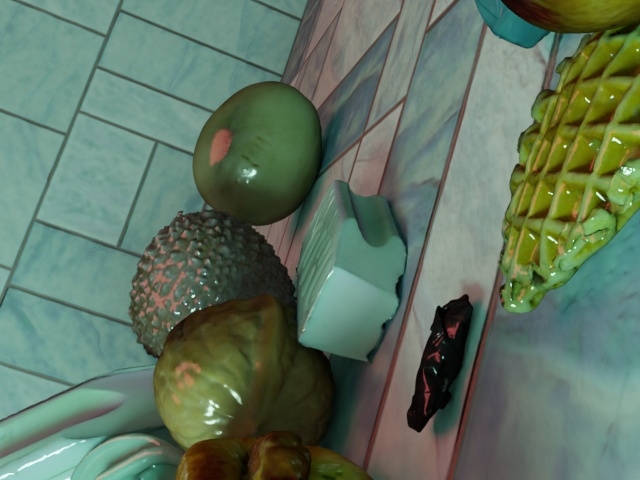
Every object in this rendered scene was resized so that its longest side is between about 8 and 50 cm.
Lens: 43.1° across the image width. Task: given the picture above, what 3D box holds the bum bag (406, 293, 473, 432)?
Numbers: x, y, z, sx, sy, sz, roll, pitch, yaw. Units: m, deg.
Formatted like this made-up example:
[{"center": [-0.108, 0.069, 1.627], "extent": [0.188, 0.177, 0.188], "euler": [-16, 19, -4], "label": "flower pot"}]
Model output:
[{"center": [0.102, 0.103, 0.686], "extent": [0.058, 0.034, 0.124], "euler": [124, 164, -80], "label": "bum bag"}]

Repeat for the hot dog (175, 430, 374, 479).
[{"center": [-0.047, 0.318, 0.643], "extent": [0.405, 0.185, 0.223], "euler": [-83, 16, -44], "label": "hot dog"}]

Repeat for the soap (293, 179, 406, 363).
[{"center": [0.031, 0.034, 0.987], "extent": [0.230, 0.091, 0.145], "euler": [-97, 29, -67], "label": "soap"}]

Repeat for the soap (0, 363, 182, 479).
[{"center": [-0.358, 0.364, 1.187], "extent": [0.261, 0.446, 0.156], "euler": [69, 171, -27], "label": "soap"}]

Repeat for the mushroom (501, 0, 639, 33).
[{"center": [0.176, -0.289, 0.409], "extent": [0.345, 0.259, 0.345], "euler": [-51, 28, 40], "label": "mushroom"}]

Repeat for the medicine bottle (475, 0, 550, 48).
[{"center": [0.216, -0.272, 0.686], "extent": [0.258, 0.079, 0.124], "euler": [128, 159, -54], "label": "medicine bottle"}]

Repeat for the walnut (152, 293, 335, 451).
[{"center": [-0.092, 0.175, 0.985], "extent": [0.261, 0.225, 0.225], "euler": [-139, 70, -74], "label": "walnut"}]

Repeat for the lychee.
[{"center": [-0.177, 0.091, 1.358], "extent": [0.300, 0.300, 0.300], "euler": [-160, 90, -78], "label": "lychee"}]

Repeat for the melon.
[{"center": [-0.126, -0.170, 1.637], "extent": [0.272, 0.271, 0.308], "euler": [144, 136, -69], "label": "melon"}]

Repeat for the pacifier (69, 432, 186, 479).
[{"center": [-0.179, 0.405, 1.060], "extent": [0.288, 0.343, 0.269], "euler": [-37, -16, 19], "label": "pacifier"}]

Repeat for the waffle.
[{"center": [0.184, -0.067, 0.550], "extent": [0.214, 0.054, 0.208], "euler": [121, 167, -48], "label": "waffle"}]
